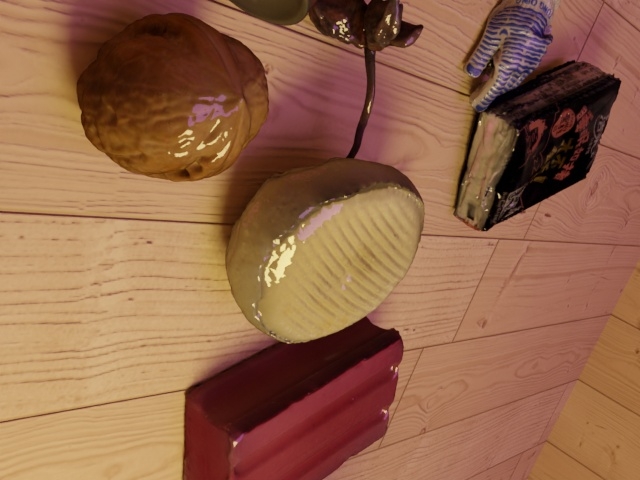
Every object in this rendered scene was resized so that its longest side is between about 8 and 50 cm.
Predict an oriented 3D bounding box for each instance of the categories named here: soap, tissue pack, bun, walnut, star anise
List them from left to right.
[{"bbox_3d":[-0.132,-0.129,0.698,0.155,0.184,0.155,-16,112,-47],"label":"walnut"},{"bbox_3d":[-0.035,0.276,1.177,0.359,0.128,0.233,-23,131,-41],"label":"soap"},{"bbox_3d":[0.000,0.000,0.991,0.287,0.146,0.287,-23,138,-22],"label":"bun"},{"bbox_3d":[0.027,-0.180,0.928,0.148,0.218,0.227,10,96,-10],"label":"star anise"},{"bbox_3d":[0.386,-0.170,1.375,0.332,0.123,0.245,-26,140,-34],"label":"tissue pack"}]

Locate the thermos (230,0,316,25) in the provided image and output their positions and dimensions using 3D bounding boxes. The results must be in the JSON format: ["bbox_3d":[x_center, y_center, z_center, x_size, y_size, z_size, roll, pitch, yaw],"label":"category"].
[{"bbox_3d":[0.006,-0.345,0.744,0.265,0.146,0.176,-54,140,-17],"label":"thermos"}]

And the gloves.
[{"bbox_3d":[0.297,-0.306,1.192,0.119,0.097,0.229,20,106,-25],"label":"gloves"}]
